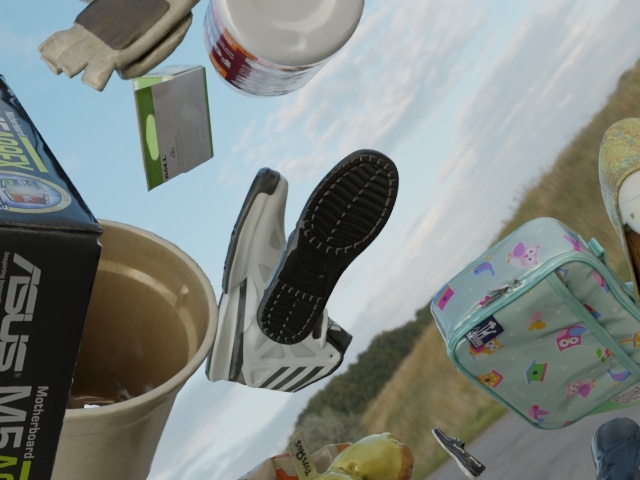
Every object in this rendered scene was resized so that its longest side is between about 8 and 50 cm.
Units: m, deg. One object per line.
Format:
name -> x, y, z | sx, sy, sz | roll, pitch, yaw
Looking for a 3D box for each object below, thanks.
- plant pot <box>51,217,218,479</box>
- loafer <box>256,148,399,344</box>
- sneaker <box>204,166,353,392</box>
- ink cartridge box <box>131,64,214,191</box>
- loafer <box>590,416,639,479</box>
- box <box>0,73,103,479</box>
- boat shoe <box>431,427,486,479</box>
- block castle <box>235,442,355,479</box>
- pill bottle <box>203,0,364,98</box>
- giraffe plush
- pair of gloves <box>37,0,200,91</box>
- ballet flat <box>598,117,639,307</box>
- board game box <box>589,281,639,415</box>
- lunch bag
plant pot -> -0.317, 0.191, 1.051 | 0.334, 0.334, 0.305 | -36, -30, -45
loafer -> 0.000, 0.000, 0.838 | 0.220, 0.080, 0.078 | -56, 10, 4
sneaker -> -0.051, 0.089, 1.501 | 0.169, 0.257, 0.447 | -80, 3, -64
ink cartridge box -> -0.304, -0.216, 1.516 | 0.255, 0.097, 0.188 | -44, -45, -61
loafer -> 0.190, 0.139, 0.465 | 0.223, 0.078, 0.076 | -43, -41, -39
box -> -0.190, 0.069, 0.408 | 0.060, 0.216, 0.270 | 5, -68, -33
boat shoe -> 0.263, 0.399, 1.546 | 0.038, 0.125, 0.046 | -45, -37, 3
block castle -> -0.020, 0.469, 1.113 | 0.213, 0.303, 0.453 | -37, -25, 24
pill bottle -> -0.079, -0.363, 1.351 | 0.224, 0.224, 0.392 | -46, 8, -9
giraffe plush -> 0.066, 0.284, 0.774 | 0.181, 0.170, 0.210 | -51, -48, -19
pair of gloves -> -0.201, -0.244, 0.724 | 0.204, 0.240, 0.042 | -51, -18, -13
ballet flat -> 0.457, 0.008, 1.076 | 0.123, 0.348, 0.123 | -15, 8, 2
board game box -> 0.513, 0.164, 1.293 | 0.317, 0.046, 0.213 | -10, -64, -7
lunch bag -> 0.291, 0.110, 1.024 | 0.224, 0.279, 0.108 | -38, 35, 19
